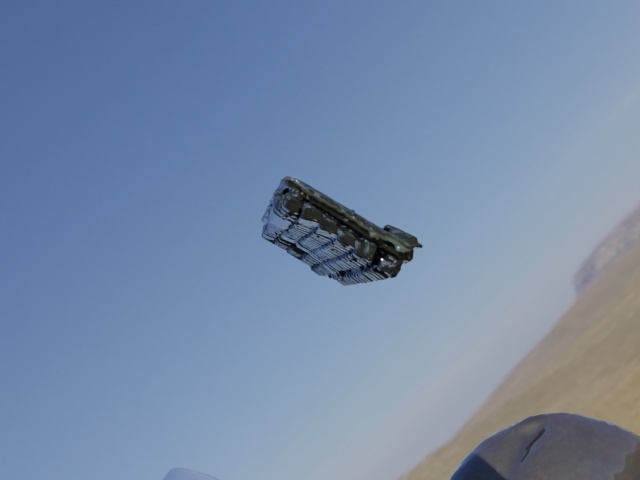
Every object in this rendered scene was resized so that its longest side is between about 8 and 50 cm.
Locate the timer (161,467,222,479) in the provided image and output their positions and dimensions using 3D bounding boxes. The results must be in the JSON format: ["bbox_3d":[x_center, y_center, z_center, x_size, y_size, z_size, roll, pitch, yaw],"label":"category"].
[{"bbox_3d":[-0.004,0.311,0.841,0.173,0.395,0.395,-57,-7,-21],"label":"timer"}]

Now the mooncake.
[{"bbox_3d":[0.202,0.265,0.866,0.133,0.245,0.245,-39,-12,-48],"label":"mooncake"}]

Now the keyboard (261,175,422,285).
[{"bbox_3d":[0.000,0.001,0.605,0.023,0.072,0.231,-62,4,-6],"label":"keyboard"}]
